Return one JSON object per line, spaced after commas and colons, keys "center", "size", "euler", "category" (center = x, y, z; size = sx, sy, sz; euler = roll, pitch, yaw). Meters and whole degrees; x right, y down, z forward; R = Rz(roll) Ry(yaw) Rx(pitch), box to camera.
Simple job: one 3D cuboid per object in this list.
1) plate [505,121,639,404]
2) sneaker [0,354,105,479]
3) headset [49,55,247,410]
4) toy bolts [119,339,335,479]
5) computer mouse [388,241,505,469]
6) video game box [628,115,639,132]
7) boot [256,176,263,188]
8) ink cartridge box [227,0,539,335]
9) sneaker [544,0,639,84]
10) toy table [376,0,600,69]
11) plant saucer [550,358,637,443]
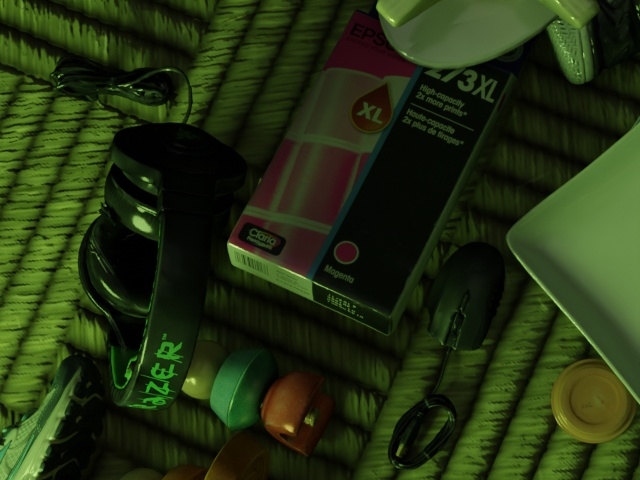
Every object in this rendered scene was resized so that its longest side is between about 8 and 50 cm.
{"center": [0.367, 0.014, 1.387], "size": [0.277, 0.045, 0.278], "euler": [-42, 81, 16], "category": "plate"}
{"center": [-0.318, 0.234, 1.448], "size": [0.122, 0.110, 0.283], "euler": [25, 84, 15], "category": "sneaker"}
{"center": [-0.185, -0.026, 1.417], "size": [0.185, 0.243, 0.394], "euler": [10, 49, -16], "category": "headset"}
{"center": [-0.108, 0.191, 1.390], "size": [0.158, 0.218, 0.228], "euler": [21, 65, 17], "category": "toy bolts"}
{"center": [0.123, 0.114, 1.439], "size": [0.071, 0.041, 0.242], "euler": [18, 83, 10], "category": "computer mouse"}
{"center": [0.420, -0.099, 1.412], "size": [0.205, 0.048, 0.187], "euler": [36, 99, 13], "category": "video game box"}
{"center": [0.000, 0.000, 1.476], "size": [0.158, 0.059, 0.084], "euler": [20, 97, 11], "category": "boot"}
{"center": [0.069, -0.104, 1.437], "size": [0.176, 0.069, 0.371], "euler": [24, 69, 11], "category": "ink cartridge box"}
{"center": [0.282, -0.301, 1.465], "size": [0.153, 0.101, 0.268], "euler": [-15, 84, 5], "category": "sneaker"}
{"center": [0.162, -0.286, 1.347], "size": [0.252, 0.161, 0.274], "euler": [36, 93, 8], "category": "toy table"}
{"center": [0.268, 0.157, 1.424], "size": [0.083, 0.013, 0.083], "euler": [-2, 79, 9], "category": "plant saucer"}
